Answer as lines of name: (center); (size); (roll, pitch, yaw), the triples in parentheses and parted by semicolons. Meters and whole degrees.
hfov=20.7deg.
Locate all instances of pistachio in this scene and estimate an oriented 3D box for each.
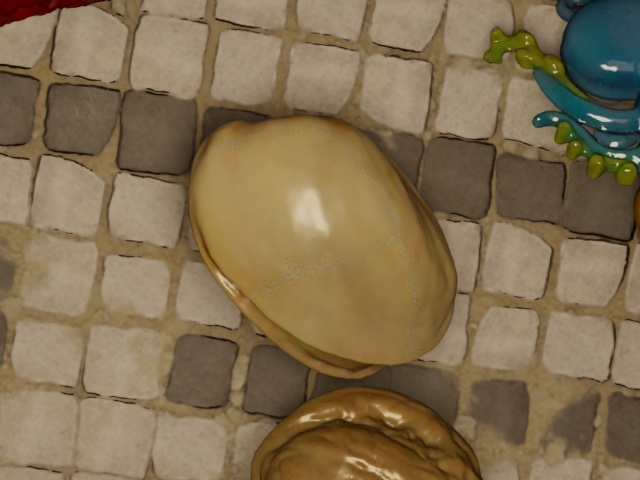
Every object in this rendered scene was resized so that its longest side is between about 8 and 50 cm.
pistachio: (0.000, 0.000, 1.811); (0.321, 0.229, 0.238); (43, 60, -18)

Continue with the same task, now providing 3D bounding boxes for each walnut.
walnut: (0.047, 0.275, 1.820); (0.257, 0.224, 0.257); (0, 94, -3)

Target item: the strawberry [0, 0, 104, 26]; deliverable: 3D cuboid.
strawberry: (-0.294, -0.350, 1.750); (0.345, 0.317, 0.295); (8, 133, -39)

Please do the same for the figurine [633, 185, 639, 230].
figurine: (0.447, 0.016, 1.895); (0.215, 0.215, 0.228); (-19, 109, -7)

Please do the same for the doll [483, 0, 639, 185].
doll: (0.385, -0.168, 1.872); (0.346, 0.099, 0.341); (-34, 66, -20)
